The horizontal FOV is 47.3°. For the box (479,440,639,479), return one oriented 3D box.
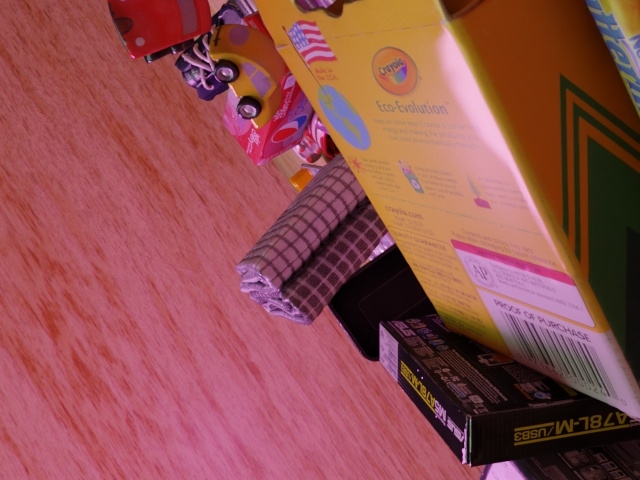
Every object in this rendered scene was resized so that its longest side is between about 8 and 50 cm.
[{"bbox_3d":[0.246,0.211,0.481,0.232,0.183,0.059,51,137,48],"label":"box"}]

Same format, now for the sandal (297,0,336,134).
[{"bbox_3d":[0.034,-0.133,0.662,0.416,0.102,0.169,54,177,8],"label":"sandal"}]

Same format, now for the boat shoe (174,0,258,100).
[{"bbox_3d":[-0.138,-0.285,1.114,0.127,0.158,0.340,55,177,-6],"label":"boat shoe"}]

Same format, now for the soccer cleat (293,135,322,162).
[{"bbox_3d":[-0.064,-0.232,1.430,0.196,0.068,0.076,54,-179,-31],"label":"soccer cleat"}]

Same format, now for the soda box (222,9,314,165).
[{"bbox_3d":[-0.059,-0.196,0.941,0.092,0.083,0.263,54,159,8],"label":"soda box"}]

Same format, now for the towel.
[{"bbox_3d":[0.000,0.000,1.011,0.121,0.235,0.284,42,168,-7],"label":"towel"}]

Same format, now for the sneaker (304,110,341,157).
[{"bbox_3d":[-0.012,-0.169,1.128,0.128,0.087,0.221,56,178,5],"label":"sneaker"}]

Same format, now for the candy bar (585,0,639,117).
[{"bbox_3d":[0.149,-0.076,0.334,0.161,0.018,0.040,55,177,-19],"label":"candy bar"}]

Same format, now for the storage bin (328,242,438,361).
[{"bbox_3d":[0.109,0.080,1.047,0.122,0.180,0.084,55,178,8],"label":"storage bin"}]

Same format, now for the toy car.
[{"bbox_3d":[-0.095,-0.227,0.614,0.239,0.053,0.224,20,-122,-67],"label":"toy car"}]

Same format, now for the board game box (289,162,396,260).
[{"bbox_3d":[0.100,0.021,1.383,0.390,0.050,0.390,50,178,-12],"label":"board game box"}]

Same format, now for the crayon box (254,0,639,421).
[{"bbox_3d":[0.095,-0.055,0.452,0.318,0.081,0.202,56,164,-25],"label":"crayon box"}]

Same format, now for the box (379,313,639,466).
[{"bbox_3d":[0.160,0.099,0.566,0.191,0.184,0.045,-137,45,-71],"label":"box"}]
